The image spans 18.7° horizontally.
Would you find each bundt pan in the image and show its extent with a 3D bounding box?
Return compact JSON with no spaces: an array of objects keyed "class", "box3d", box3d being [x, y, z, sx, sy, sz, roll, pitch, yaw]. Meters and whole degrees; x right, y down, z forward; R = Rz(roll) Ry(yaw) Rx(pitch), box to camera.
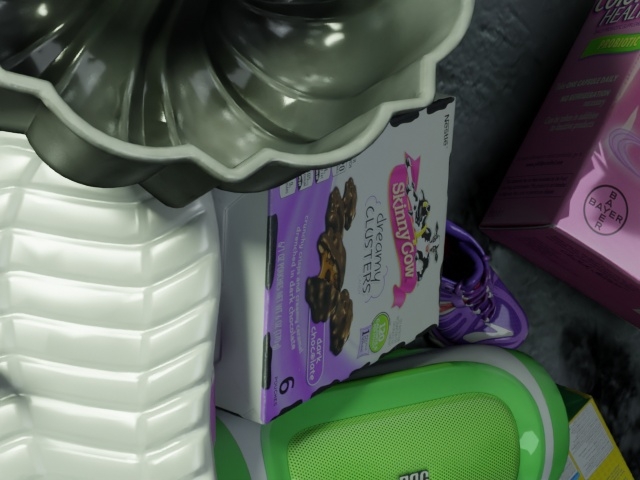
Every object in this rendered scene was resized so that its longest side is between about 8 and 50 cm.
[{"class":"bundt pan","box3d":[-0.087,-0.163,1.059,0.330,0.124,0.331,10,65,-22]}]

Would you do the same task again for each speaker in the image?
[{"class":"speaker","box3d":[0.024,0.145,1.283,0.296,0.131,0.131,-8,105,-38]}]

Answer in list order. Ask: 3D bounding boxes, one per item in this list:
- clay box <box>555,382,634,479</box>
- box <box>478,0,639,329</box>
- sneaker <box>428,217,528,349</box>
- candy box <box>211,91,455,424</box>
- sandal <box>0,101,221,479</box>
[{"class":"clay box","box3d":[0.192,0.231,1.486,0.127,0.053,0.222,-43,125,-22]},{"class":"box","box3d":[0.273,-0.060,1.404,0.213,0.117,0.243,32,78,-18]},{"class":"sneaker","box3d":[0.095,0.033,1.351,0.170,0.071,0.068,41,74,-38]},{"class":"candy box","box3d":[0.000,0.000,1.210,0.196,0.070,0.165,-25,124,-50]},{"class":"sandal","box3d":[-0.128,0.098,1.138,0.169,0.102,0.416,-6,87,5]}]
